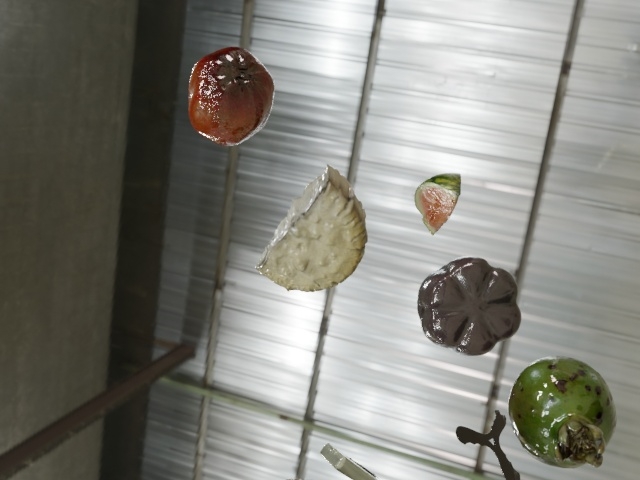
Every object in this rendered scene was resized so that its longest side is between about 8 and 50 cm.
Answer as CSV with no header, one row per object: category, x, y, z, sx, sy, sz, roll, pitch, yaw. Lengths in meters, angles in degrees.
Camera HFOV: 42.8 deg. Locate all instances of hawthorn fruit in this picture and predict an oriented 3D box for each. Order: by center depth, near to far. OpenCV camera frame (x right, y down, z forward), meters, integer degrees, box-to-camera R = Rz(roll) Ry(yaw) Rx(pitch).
hawthorn fruit,-0.169,-0.241,1.451,0.194,0.157,0.157,-51,8,46

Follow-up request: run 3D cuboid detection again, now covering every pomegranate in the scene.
pomegranate,0.517,0.363,1.738,0.306,0.242,0.243,49,-125,-74

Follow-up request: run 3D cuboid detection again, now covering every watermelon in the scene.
watermelon,0.212,-0.085,1.524,0.163,0.068,0.087,111,171,-61

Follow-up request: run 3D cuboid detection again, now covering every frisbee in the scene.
frisbee,0.448,0.512,2.100,0.012,0.211,0.187,-47,0,41

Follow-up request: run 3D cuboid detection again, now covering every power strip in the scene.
power strip,0.078,0.502,1.773,0.192,0.081,0.035,42,-100,-32

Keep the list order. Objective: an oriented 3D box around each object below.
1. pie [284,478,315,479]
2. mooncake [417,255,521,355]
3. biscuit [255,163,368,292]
pie,-0.008,0.573,1.594,0.339,0.339,0.083,-32,-53,-68
mooncake,0.350,0.156,1.926,0.133,0.244,0.245,161,122,-88
biscuit,0.000,0.000,1.596,0.281,0.179,0.084,-56,3,32
